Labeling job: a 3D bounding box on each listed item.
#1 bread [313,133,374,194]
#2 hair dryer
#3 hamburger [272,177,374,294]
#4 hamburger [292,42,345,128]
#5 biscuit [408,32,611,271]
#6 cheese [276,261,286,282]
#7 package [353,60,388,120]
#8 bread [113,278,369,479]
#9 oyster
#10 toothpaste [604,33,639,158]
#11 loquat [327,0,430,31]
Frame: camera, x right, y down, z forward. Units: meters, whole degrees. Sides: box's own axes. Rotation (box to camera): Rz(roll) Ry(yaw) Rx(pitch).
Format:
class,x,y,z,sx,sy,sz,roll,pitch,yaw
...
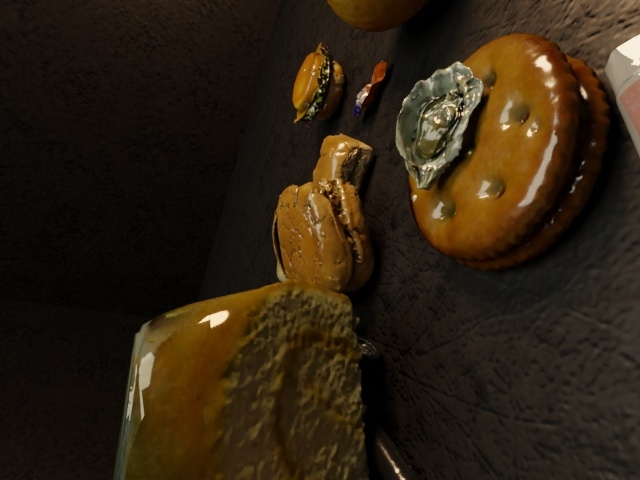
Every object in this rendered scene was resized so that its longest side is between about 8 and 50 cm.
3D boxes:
class,x,y,z,sx,sy,sz,roll,pitch,yaw
bread,0.035,-0.127,0.731,0.106,0.082,0.125,-128,55,-70
hair dryer,0.073,0.226,0.486,0.255,0.070,0.128,36,112,60
hamburger,0.000,0.002,0.670,0.214,0.108,0.213,31,127,53
hamburger,-0.002,-0.357,0.942,0.164,0.093,0.189,145,132,-58
biscuit,0.162,-0.080,0.396,0.220,0.066,0.220,-168,90,-70
cheese,-0.063,0.061,0.863,0.251,0.054,0.127,-85,17,-50
package,0.091,-0.273,0.743,0.110,0.033,0.077,-61,-1,6
bread,-0.108,0.249,0.471,0.239,0.264,0.395,-20,64,49
oyster,0.121,-0.114,0.399,0.100,0.037,0.098,-37,62,35
toothpaste,0.230,-0.044,0.244,0.067,0.043,0.194,-42,47,54
loquat,0.086,-0.420,0.586,0.208,0.208,0.208,-168,90,-69
